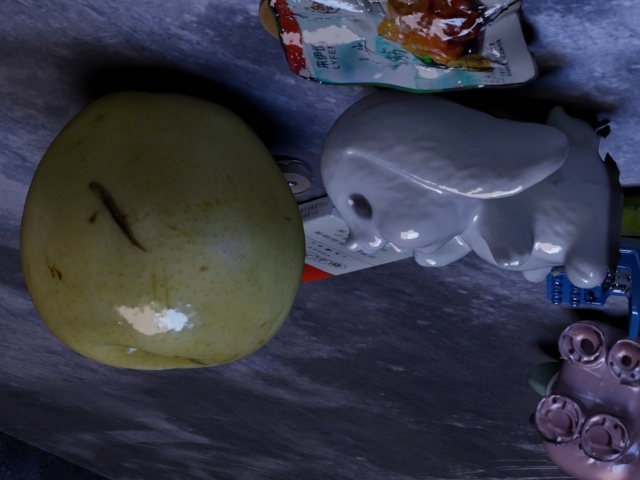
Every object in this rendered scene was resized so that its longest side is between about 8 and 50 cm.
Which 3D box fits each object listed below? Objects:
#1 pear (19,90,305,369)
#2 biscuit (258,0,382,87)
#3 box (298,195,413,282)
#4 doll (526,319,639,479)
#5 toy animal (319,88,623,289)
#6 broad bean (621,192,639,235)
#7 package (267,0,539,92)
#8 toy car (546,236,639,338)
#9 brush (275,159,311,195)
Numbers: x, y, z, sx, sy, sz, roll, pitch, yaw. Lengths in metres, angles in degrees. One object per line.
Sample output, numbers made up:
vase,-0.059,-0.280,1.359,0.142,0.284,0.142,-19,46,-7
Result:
pear,-0.166,-0.008,1.978,0.309,0.309,0.309,11,162,4
biscuit,0.024,-0.191,1.700,0.184,0.027,0.133,17,156,-14
box,0.000,0.000,2.281,0.139,0.035,0.245,22,160,-29
doll,0.397,0.212,2.472,0.284,0.216,0.268,23,-168,24
toy animal,0.153,-0.056,1.781,0.289,0.174,0.249,13,175,-33
broad bean,0.271,-0.025,1.993,0.325,0.067,0.075,-4,-174,37
package,0.073,-0.180,1.634,0.232,0.040,0.166,2,149,10
toy car,0.336,0.049,2.097,0.191,0.100,0.097,5,157,9
brush,-0.162,-0.070,2.164,0.328,0.065,0.070,-6,149,23
